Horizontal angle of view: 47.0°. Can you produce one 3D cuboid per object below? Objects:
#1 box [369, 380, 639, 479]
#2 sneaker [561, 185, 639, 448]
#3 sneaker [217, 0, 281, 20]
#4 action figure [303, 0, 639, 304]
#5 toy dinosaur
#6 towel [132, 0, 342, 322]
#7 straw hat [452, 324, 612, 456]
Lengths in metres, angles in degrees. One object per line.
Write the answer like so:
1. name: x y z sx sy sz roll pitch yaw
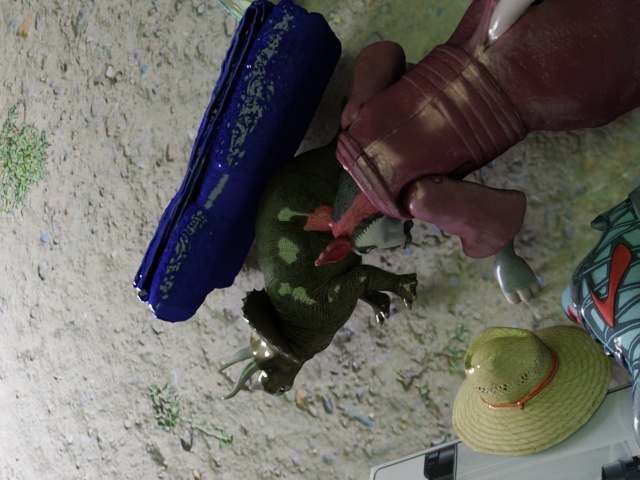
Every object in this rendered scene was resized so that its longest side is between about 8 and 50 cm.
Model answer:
1. box: 0.166 0.222 0.547 0.290 0.087 0.169 -28 25 30
2. sneaker: 0.236 0.057 0.523 0.125 0.104 0.261 -25 25 41
3. sneaker: -0.080 -0.319 0.852 0.092 0.087 0.228 -39 65 22
4. action figure: 0.127 -0.106 0.575 0.370 0.276 0.248 -43 70 6
5. toy dinosaur: 0.000 0.000 0.699 0.121 0.161 0.313 165 109 -75
6. towel: -0.080 -0.082 0.737 0.076 0.227 0.308 27 99 2
7. straw hat: 0.153 0.102 0.596 0.145 0.061 0.144 -34 21 16
